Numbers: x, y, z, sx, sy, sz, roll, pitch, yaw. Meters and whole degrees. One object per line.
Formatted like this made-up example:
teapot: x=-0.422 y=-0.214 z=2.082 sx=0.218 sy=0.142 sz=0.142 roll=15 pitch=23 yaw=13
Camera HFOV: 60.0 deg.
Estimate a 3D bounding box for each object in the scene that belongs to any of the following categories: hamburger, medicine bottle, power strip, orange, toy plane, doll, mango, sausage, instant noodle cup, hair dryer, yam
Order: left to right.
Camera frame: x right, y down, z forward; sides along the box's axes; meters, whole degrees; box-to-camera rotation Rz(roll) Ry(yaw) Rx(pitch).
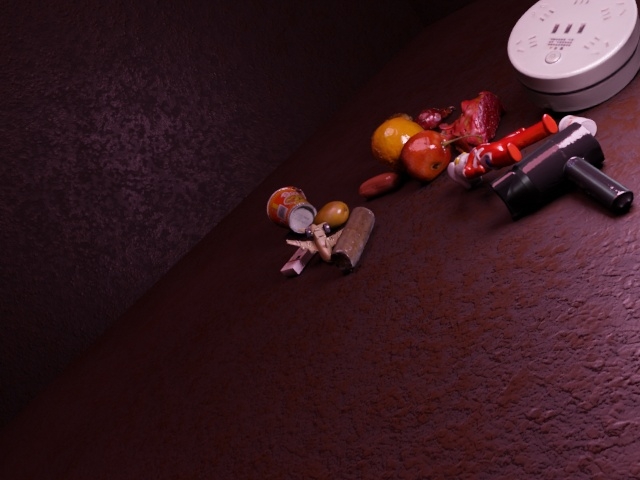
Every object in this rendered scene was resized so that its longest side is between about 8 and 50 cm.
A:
instant noodle cup: x=-0.107 y=-0.119 z=2.348 sx=0.193 sy=0.193 sz=0.212 roll=-42 pitch=26 yaw=-7
toy plane: x=0.000 y=0.000 z=1.947 sx=0.228 sy=0.093 sz=0.244 roll=-13 pitch=27 yaw=-10
mango: x=0.035 y=-0.089 z=2.131 sx=0.194 sy=0.092 sz=0.130 roll=-32 pitch=20 yaw=49
yam: x=0.105 y=-0.004 z=1.792 sx=0.093 sy=0.093 sz=0.259 roll=-25 pitch=24 yaw=37
sausage: x=0.219 y=-0.207 z=2.064 sx=0.194 sy=0.077 sz=0.077 roll=-20 pitch=27 yaw=46
hamburger: x=0.317 y=-0.474 z=2.407 sx=0.189 sy=0.122 sz=0.215 roll=-21 pitch=24 yaw=48
orange: x=0.295 y=-0.348 z=2.022 sx=0.219 sy=0.193 sz=0.219 roll=7 pitch=23 yaw=-3
doll: x=0.456 y=-0.223 z=1.477 sx=0.188 sy=0.099 sz=0.384 roll=-37 pitch=1 yaw=-16
hair dryer: x=0.542 y=-0.117 z=1.228 sx=0.244 sy=0.116 sz=0.302 roll=-39 pitch=26 yaw=12
power strip: x=0.717 y=-0.552 z=1.555 sx=0.357 sy=0.161 sz=0.358 roll=-19 pitch=53 yaw=27
medicine bottle: x=0.665 y=-0.291 z=1.436 sx=0.057 sy=0.057 sz=0.089 roll=-38 pitch=20 yaw=6

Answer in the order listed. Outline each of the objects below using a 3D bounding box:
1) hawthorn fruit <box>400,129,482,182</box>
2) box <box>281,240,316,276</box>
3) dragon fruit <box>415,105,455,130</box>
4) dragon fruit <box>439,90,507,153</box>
hawthorn fruit: x=0.391 y=-0.306 z=1.810 sx=0.285 sy=0.165 sz=0.165 roll=-32 pitch=19 yaw=43
box: x=-0.072 y=0.067 z=2.042 sx=0.083 sy=0.040 sz=0.154 roll=-13 pitch=31 yaw=50
dragon fruit: x=0.470 y=-0.506 z=2.253 sx=0.190 sy=0.094 sz=0.094 roll=-30 pitch=18 yaw=-7
dragon fruit: x=0.492 y=-0.390 z=1.872 sx=0.211 sy=0.134 sz=0.262 roll=-26 pitch=23 yaw=43
